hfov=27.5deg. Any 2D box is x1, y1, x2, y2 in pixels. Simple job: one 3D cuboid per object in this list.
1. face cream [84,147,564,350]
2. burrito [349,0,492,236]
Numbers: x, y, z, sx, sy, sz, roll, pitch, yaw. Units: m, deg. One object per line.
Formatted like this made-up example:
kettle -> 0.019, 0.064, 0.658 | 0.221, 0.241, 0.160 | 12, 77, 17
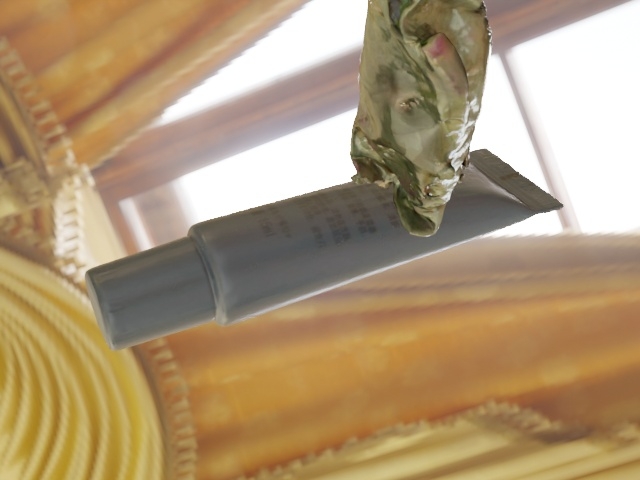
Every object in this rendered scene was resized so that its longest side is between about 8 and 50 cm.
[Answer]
face cream -> 0.000, 0.000, 1.077 | 0.135, 0.385, 0.086 | -133, 30, -56
burrito -> 0.066, -0.093, 0.861 | 0.096, 0.066, 0.309 | 41, 163, 16
